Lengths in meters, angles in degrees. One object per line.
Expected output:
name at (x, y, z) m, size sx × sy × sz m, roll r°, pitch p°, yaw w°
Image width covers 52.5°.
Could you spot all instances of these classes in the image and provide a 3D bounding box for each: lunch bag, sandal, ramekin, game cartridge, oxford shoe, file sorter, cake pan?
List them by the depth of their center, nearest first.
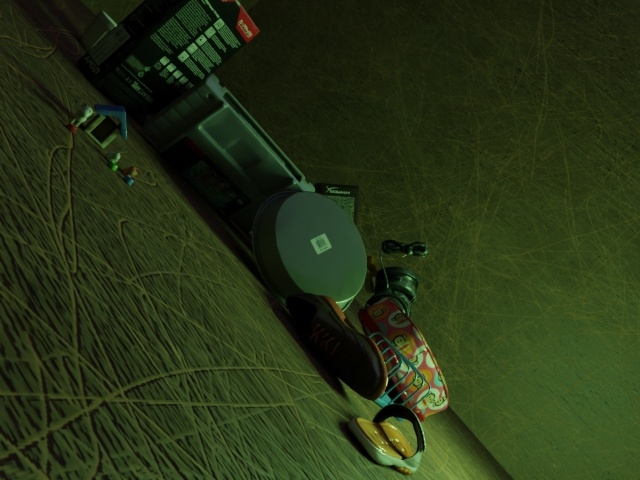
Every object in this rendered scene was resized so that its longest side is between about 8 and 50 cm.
sandal at (0.122, 0.302, 1.012) m, size 0.102 × 0.076 × 0.265 m, roll 49°, pitch 2°, yaw 26°
oxford shoe at (0.020, 0.189, 1.178) m, size 0.098 × 0.097 × 0.271 m, roll 20°, pitch 15°, yaw -41°
cake pan at (-0.012, 0.020, 1.382) m, size 0.293 × 0.054 × 0.293 m, roll 21°, pitch 56°, yaw -34°
file sorter at (0.147, 0.291, 1.407) m, size 0.170 × 0.104 × 0.118 m, roll 45°, pitch 2°, yaw -46°
game cartridge at (-0.208, -0.180, 1.472) m, size 0.355 × 0.230 × 0.068 m, roll 47°, pitch 32°, yaw -25°
lunch bag at (0.203, 0.291, 1.661) m, size 0.293 × 0.120 × 0.258 m, roll 65°, pitch -6°, yaw -30°
ramekin at (-0.597, -0.551, 1.891) m, size 0.207 × 0.109 × 0.207 m, roll 48°, pitch 2°, yaw -3°

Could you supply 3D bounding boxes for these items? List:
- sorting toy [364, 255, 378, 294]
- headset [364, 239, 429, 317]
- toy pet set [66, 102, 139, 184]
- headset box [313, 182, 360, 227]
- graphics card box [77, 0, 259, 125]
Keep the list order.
sorting toy at (0.191, 0.209, 2.010) m, size 0.229 × 0.041 × 0.307 m, roll -74°, pitch 152°, yaw -46°
headset at (0.232, 0.167, 1.858) m, size 0.243 × 0.185 × 0.394 m, roll -63°, pitch 149°, yaw -51°
toy pet set at (-0.309, -0.161, 0.972) m, size 0.122 × 0.065 × 0.114 m, roll 47°, pitch 2°, yaw -30°
headset box at (0.016, 0.017, 1.607) m, size 0.110 × 0.293 × 0.218 m, roll 4°, pitch -4°, yaw -9°
graphics card box at (-0.346, -0.452, 1.515) m, size 0.094 × 0.371 × 0.233 m, roll 49°, pitch 3°, yaw 27°
